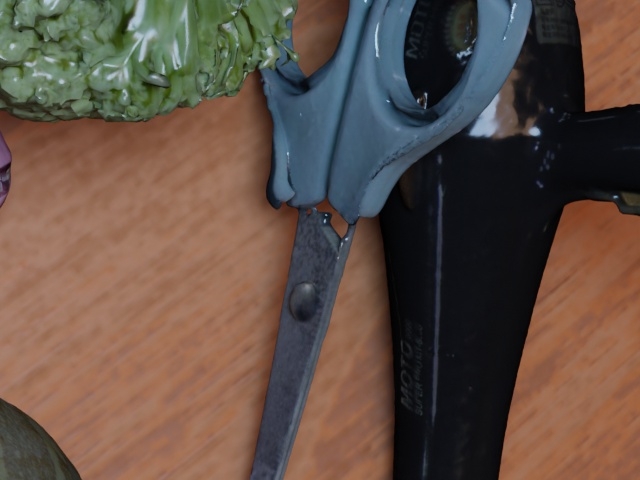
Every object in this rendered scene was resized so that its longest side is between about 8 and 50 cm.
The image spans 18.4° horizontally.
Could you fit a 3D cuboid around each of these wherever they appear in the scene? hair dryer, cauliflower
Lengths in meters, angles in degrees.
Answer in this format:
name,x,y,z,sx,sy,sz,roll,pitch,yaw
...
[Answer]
name,x,y,z,sx,sy,sz,roll,pitch,yaw
hair dryer,0.160,0.001,0.927,0.120,0.359,0.303,3,92,-47
cauliflower,-0.113,-0.187,0.848,0.275,0.250,0.272,-19,73,-45

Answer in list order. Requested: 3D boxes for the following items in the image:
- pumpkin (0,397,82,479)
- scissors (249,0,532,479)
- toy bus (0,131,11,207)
name,x,y,z,sx,sy,sz,roll,pitch,yaw
pumpkin,-0.182,0.166,0.886,0.217,0.110,0.217,1,88,-28
scissors,-0.001,0.000,0.971,0.029,0.191,0.360,10,98,-42
toy bus,-0.236,-0.008,0.893,0.203,0.063,0.090,-32,100,-24
